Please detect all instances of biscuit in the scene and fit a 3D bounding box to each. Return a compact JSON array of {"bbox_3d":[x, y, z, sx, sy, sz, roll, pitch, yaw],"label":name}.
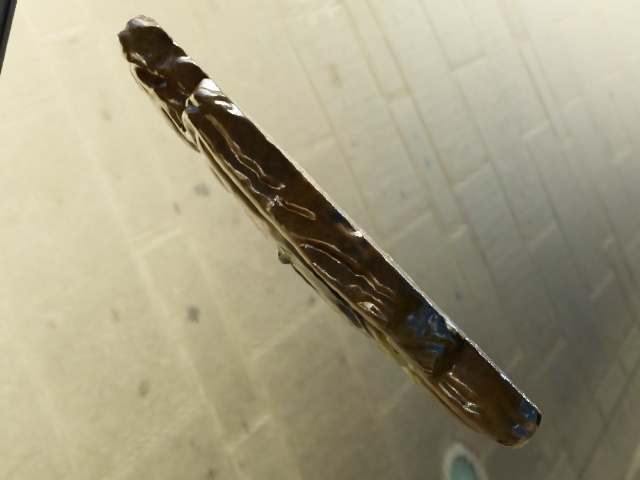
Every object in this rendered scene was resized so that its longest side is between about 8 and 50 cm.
[{"bbox_3d":[0.000,0.000,0.703,0.290,0.041,0.208,45,1,-2],"label":"biscuit"}]

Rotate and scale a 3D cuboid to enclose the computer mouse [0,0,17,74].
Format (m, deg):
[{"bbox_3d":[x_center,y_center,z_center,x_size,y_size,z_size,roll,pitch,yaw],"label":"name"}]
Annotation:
[{"bbox_3d":[-0.199,-0.057,0.662,0.057,0.232,0.120,21,21,6],"label":"computer mouse"}]
